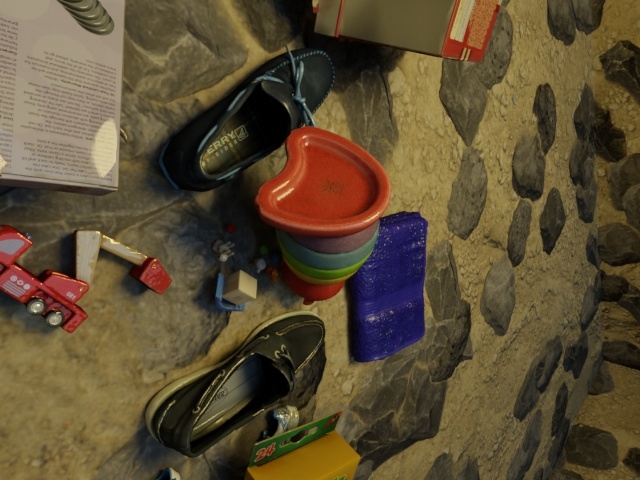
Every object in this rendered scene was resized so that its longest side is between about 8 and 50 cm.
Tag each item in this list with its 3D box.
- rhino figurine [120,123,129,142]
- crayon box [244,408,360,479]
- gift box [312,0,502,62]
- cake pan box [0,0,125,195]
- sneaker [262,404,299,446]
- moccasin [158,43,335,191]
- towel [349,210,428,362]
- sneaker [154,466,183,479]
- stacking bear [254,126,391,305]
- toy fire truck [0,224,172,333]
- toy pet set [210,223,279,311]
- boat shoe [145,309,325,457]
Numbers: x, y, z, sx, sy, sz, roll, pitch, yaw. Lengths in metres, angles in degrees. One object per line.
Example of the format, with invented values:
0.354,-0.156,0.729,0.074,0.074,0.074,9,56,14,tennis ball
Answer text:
-0.327,-0.142,0.422,0.243,0.073,0.106,13,82,-40,rhino figurine
-0.050,0.471,0.717,0.202,0.081,0.319,-2,114,-41,crayon box
0.134,-0.430,0.629,0.276,0.258,0.255,-21,131,-53,gift box
-0.312,-0.173,0.344,0.266,0.070,0.246,1,85,-43,cake pan box
-0.084,0.373,0.753,0.058,0.052,0.135,14,81,-32,sneaker
-0.074,-0.178,0.614,0.342,0.116,0.138,-51,127,-23,moccasin
0.160,0.100,0.902,0.227,0.076,0.308,-16,108,-40,towel
-0.262,0.393,0.589,0.144,0.053,0.059,-32,118,-43,sneaker
0.000,0.000,0.644,0.289,0.164,0.175,101,9,-56,stacking bear
-0.297,0.034,0.498,0.135,0.047,0.192,-53,126,-23,toy fire truck
-0.131,0.055,0.659,0.122,0.065,0.114,40,36,-42,toy pet set
-0.099,0.223,0.664,0.340,0.113,0.127,-19,109,-39,boat shoe
